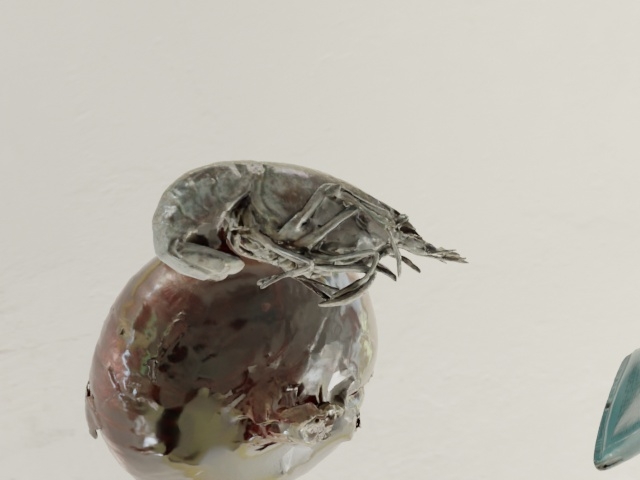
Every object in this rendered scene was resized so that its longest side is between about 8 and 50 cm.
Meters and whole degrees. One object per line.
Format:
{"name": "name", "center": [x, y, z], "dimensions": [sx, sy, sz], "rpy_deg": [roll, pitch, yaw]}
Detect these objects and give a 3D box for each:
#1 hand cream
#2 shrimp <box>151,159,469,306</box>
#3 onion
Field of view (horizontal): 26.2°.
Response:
{"name": "hand cream", "center": [0.203, 0.080, 0.786], "dimensions": [0.048, 0.224, 0.083], "rpy_deg": [20, -108, -1]}
{"name": "shrimp", "center": [0.000, 0.000, 0.663], "dimensions": [0.165, 0.056, 0.065], "rpy_deg": [15, -101, -16]}
{"name": "onion", "center": [-0.079, 0.134, 1.367], "dimensions": [0.314, 0.232, 0.314], "rpy_deg": [-14, -55, -20]}
